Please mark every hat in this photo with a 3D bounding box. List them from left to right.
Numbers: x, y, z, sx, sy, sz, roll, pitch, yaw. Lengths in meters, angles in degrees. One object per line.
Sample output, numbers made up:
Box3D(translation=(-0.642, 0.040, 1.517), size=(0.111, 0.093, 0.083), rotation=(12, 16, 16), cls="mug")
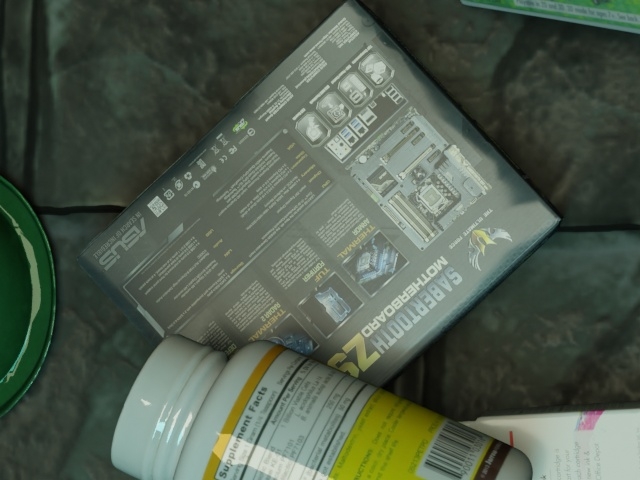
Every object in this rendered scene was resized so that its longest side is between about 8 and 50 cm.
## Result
Box3D(translation=(-0.263, 0.023, 1.103), size=(0.173, 0.183, 0.208), rotation=(1, 91, 11), cls="hat")

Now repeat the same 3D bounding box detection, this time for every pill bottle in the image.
Box3D(translation=(-0.001, 0.130, 1.029), size=(0.215, 0.117, 0.117), rotation=(23, 94, 11), cls="pill bottle")

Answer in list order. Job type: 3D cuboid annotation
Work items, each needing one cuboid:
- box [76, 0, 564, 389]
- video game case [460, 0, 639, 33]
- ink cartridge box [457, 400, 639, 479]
Box3D(translation=(0.000, 0.000, 1.118), size=(0.233, 0.059, 0.183), rotation=(-44, 83, 7), cls="box")
Box3D(translation=(0.139, -0.199, 1.005), size=(0.212, 0.023, 0.193), rotation=(17, 137, 41), cls="video game case")
Box3D(translation=(0.149, 0.148, 1.091), size=(0.181, 0.061, 0.104), rotation=(-4, 89, 10), cls="ink cartridge box")
